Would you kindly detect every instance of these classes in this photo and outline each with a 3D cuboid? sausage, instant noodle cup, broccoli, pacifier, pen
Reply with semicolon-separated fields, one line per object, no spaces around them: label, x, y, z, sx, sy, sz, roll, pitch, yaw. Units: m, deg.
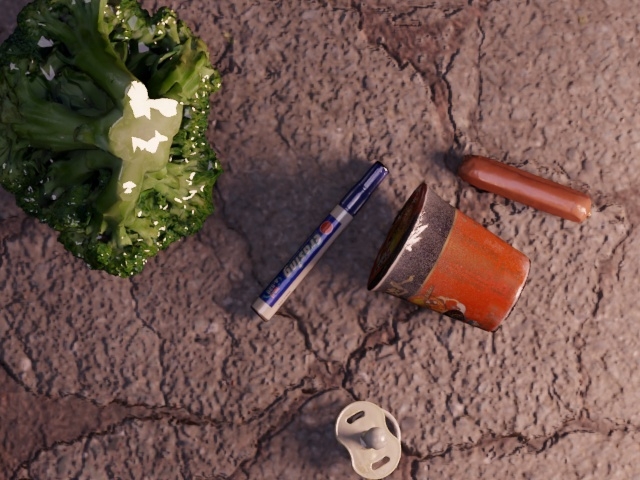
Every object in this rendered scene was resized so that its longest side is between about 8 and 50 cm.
sausage;0.213;-0.054;1.858;0.147;0.035;0.030;19;67;1
instant noodle cup;0.134;0.026;1.820;0.136;0.127;0.127;28;90;-7
broccoli;-0.206;-0.118;1.764;0.265;0.245;0.294;-21;115;-18
pacifier;0.056;0.202;1.843;0.068;0.064;0.083;-27;90;-17
pen;0.000;0.000;1.862;0.025;0.025;0.204;40;90;0
